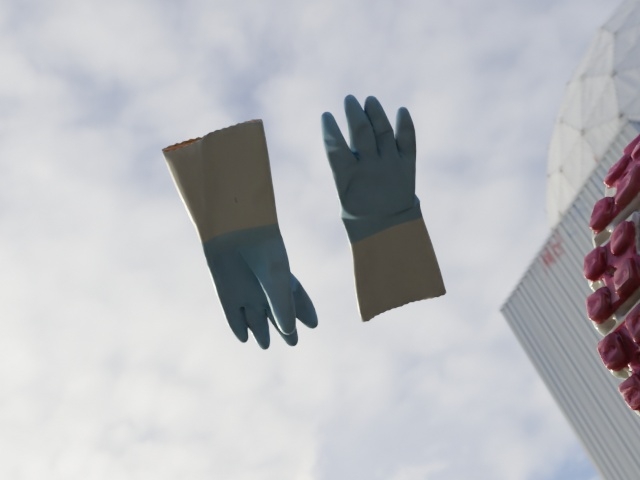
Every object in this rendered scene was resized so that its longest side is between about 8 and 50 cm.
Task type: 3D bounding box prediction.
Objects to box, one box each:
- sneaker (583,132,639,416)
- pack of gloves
[{"bbox_3d":[0.202,0.074,0.392,0.112,0.299,0.121,8,-34,-45],"label":"sneaker"},{"bbox_3d":[0.000,0.000,0.830,0.195,0.046,0.232,-17,-52,-1],"label":"pack of gloves"}]
